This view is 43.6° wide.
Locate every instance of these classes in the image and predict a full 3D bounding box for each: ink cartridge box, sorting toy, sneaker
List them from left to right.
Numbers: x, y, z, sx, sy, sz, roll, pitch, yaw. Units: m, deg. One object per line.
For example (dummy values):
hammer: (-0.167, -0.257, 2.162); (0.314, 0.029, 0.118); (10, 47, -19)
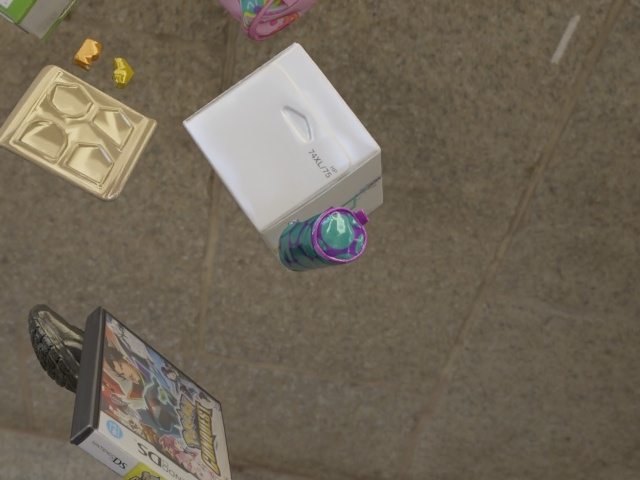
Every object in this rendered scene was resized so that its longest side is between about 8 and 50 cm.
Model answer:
ink cartridge box: (-0.430, -0.418, 1.237); (0.097, 0.255, 0.188); (37, 89, -12)
sorting toy: (-0.422, -0.227, 1.461); (0.229, 0.307, 0.041); (27, 142, -12)
sneaker: (-0.383, 0.212, 1.369); (0.286, 0.130, 0.109); (48, 145, 1)
ink cartridge box: (-0.042, -0.110, 1.175); (0.197, 0.198, 0.270); (-35, 167, -3)

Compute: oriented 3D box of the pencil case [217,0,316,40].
pencil case: (-0.100, -0.314, 0.690); (0.124, 0.124, 0.284); (-36, 92, 33)

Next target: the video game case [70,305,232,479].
video game case: (-0.213, 0.234, 1.048); (0.035, 0.275, 0.248); (-41, 116, 8)

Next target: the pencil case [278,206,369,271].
pencil case: (0.000, 0.000, 0.916); (0.064, 0.070, 0.152); (59, 162, -6)
